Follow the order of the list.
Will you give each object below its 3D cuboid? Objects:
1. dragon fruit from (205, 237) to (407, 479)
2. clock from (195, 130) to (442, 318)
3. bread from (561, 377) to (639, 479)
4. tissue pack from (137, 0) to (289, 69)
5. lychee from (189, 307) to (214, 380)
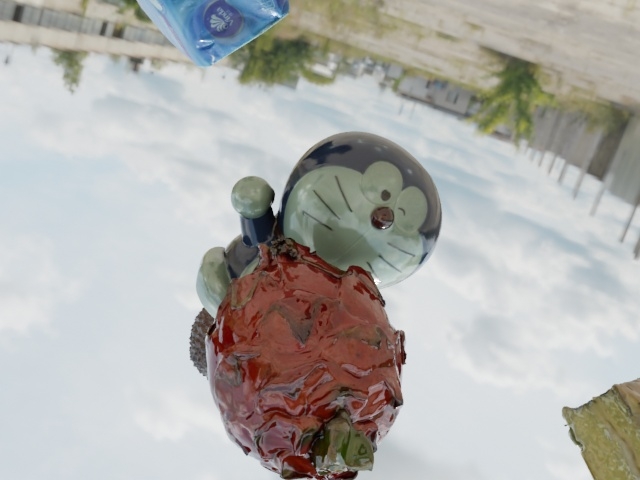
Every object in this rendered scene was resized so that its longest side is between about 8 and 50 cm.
[{"bbox_3d":[-0.009,0.105,0.754,0.172,0.172,0.209,11,-127,-31],"label":"dragon fruit"},{"bbox_3d":[0.000,0.000,0.874,0.199,0.243,0.146,44,-159,-22],"label":"clock"},{"bbox_3d":[0.396,0.282,1.078,0.239,0.111,0.246,60,-160,18],"label":"bread"},{"bbox_3d":[-0.169,-0.350,0.986,0.198,0.146,0.263,50,175,38],"label":"tissue pack"},{"bbox_3d":[-0.101,0.118,1.120,0.123,0.123,0.129,16,155,-13],"label":"lychee"}]
